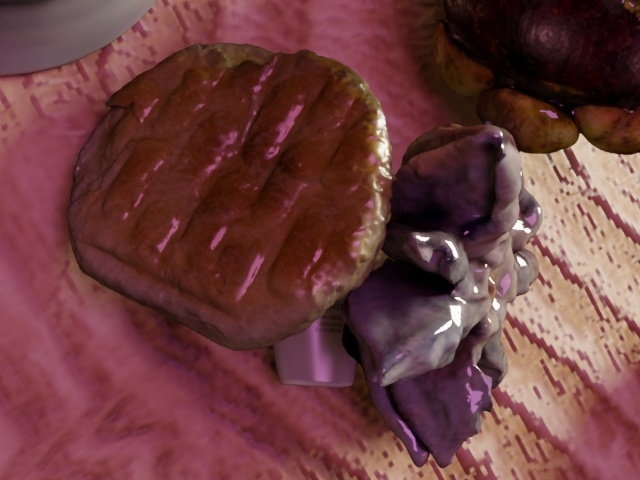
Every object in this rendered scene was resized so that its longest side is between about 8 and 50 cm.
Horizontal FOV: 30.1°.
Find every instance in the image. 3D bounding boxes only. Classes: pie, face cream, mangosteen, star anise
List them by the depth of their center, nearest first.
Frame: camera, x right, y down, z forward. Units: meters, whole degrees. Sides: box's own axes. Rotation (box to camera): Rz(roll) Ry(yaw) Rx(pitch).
[{"bbox_3d":[-0.047,-0.034,0.671,0.195,0.046,0.195,-6,68,14],"label":"pie"},{"bbox_3d":[0.079,0.023,0.713,0.229,0.093,0.236,-49,150,-47],"label":"star anise"},{"bbox_3d":[0.000,0.000,0.746,0.072,0.051,0.182,6,80,-21],"label":"face cream"},{"bbox_3d":[0.163,-0.138,0.787,0.192,0.192,0.217,9,119,-25],"label":"mangosteen"}]

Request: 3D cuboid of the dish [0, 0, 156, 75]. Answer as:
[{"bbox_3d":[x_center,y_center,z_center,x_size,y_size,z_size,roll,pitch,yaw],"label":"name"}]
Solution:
[{"bbox_3d":[-0.179,-0.226,0.655,0.260,0.085,0.260,1,88,-24],"label":"dish"}]
